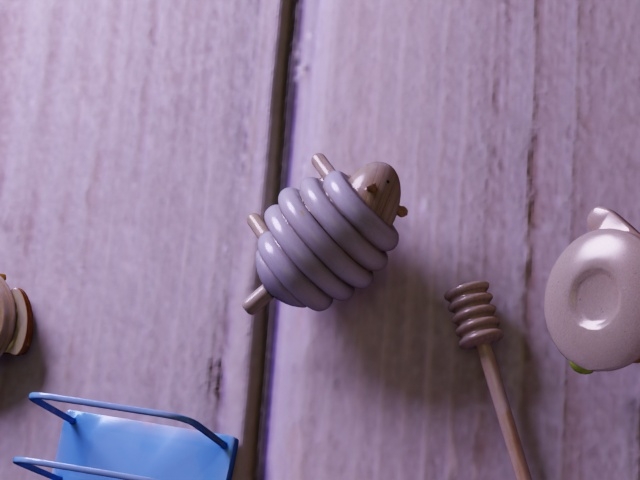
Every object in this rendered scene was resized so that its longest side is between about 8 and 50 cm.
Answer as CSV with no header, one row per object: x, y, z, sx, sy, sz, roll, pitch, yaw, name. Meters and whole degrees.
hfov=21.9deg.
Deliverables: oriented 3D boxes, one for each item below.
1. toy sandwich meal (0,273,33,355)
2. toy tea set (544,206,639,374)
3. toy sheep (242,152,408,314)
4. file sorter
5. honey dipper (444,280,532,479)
-0.235,0.054,1.119,0.085,0.029,0.085,-4,76,17,toy sandwich meal
0.286,-0.022,0.946,0.200,0.124,0.336,47,114,40,toy tea set
0.000,0.000,1.058,0.132,0.091,0.091,-46,69,10,toy sheep
-0.135,0.188,1.015,0.118,0.104,0.170,7,75,15,file sorter
0.112,0.105,1.031,0.030,0.030,0.160,-16,74,7,honey dipper
